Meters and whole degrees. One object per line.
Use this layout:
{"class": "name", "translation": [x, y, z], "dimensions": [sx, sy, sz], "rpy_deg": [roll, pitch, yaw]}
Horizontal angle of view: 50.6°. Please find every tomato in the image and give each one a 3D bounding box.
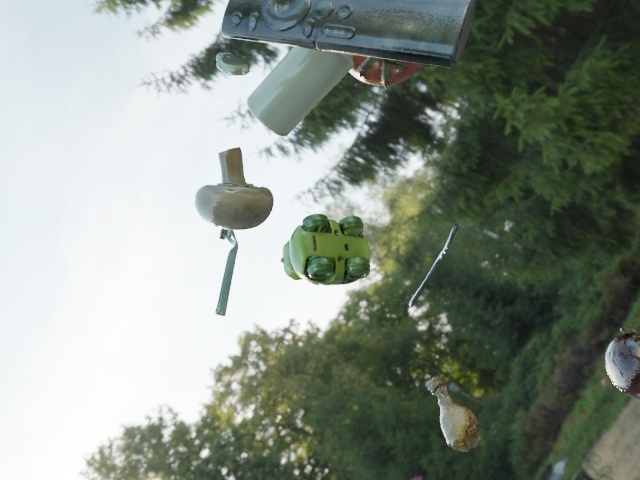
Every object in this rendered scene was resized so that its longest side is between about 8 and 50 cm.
{"class": "tomato", "translation": [0.202, -0.649, 2.065], "dimensions": [0.273, 0.341, 0.341], "rpy_deg": [-98, 17, -51]}

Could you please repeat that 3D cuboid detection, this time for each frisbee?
{"class": "frisbee", "translation": [0.239, 0.028, 1.341], "dimensions": [0.187, 0.012, 0.211], "rpy_deg": [-46, -17, -56]}

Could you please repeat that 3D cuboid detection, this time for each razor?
{"class": "razor", "translation": [-0.264, 0.081, 1.923], "dimensions": [0.111, 0.056, 0.278], "rpy_deg": [120, 153, -61]}

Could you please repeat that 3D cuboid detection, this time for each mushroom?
{"class": "mushroom", "translation": [-0.224, -0.133, 1.748], "dimensions": [0.207, 0.207, 0.215], "rpy_deg": [-21, -70, -64]}

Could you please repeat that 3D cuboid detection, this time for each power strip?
{"class": "power strip", "translation": [-0.144, -0.279, 1.092], "dimensions": [0.055, 0.083, 0.035], "rpy_deg": [-9, -55, -26]}

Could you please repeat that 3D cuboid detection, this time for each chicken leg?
{"class": "chicken leg", "translation": [0.365, 0.479, 1.899], "dimensions": [0.107, 0.251, 0.087], "rpy_deg": [-42, -54, 12]}

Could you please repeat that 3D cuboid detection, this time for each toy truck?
{"class": "toy truck", "translation": [-0.004, 0.036, 1.514], "dimensions": [0.187, 0.210, 0.148], "rpy_deg": [14, -119, -45]}

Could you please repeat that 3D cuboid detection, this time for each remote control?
{"class": "remote control", "translation": [0.029, -0.326, 0.992], "dimensions": [0.107, 0.377, 0.044], "rpy_deg": [-69, -24, -13]}

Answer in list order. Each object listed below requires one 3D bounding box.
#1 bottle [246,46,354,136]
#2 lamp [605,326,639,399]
{"class": "bottle", "translation": [-0.019, -0.305, 1.216], "dimensions": [0.245, 0.104, 0.104], "rpy_deg": [-44, -12, 18]}
{"class": "lamp", "translation": [0.759, 0.295, 1.605], "dimensions": [0.135, 0.156, 0.157], "rpy_deg": [-11, -41, -8]}
